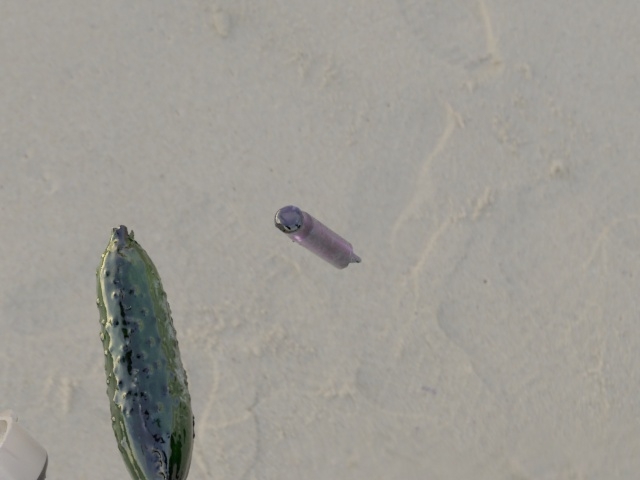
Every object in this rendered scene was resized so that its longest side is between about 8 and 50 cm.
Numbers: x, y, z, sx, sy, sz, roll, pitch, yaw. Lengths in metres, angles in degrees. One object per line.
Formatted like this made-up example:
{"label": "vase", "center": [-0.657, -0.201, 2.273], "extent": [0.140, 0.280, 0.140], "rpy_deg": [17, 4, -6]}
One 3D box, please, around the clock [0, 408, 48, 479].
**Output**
{"label": "clock", "center": [-0.348, 0.254, 1.034], "extent": [0.156, 0.063, 0.229], "rpy_deg": [-35, 18, 18]}

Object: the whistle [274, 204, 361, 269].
{"label": "whistle", "center": [0.000, 0.000, 1.043], "extent": [0.033, 0.176, 0.033], "rpy_deg": [-6, 73, 20]}

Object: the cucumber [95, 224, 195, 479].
{"label": "cucumber", "center": [-0.146, 0.095, 0.842], "extent": [0.069, 0.069, 0.227], "rpy_deg": [-16, 73, 8]}
